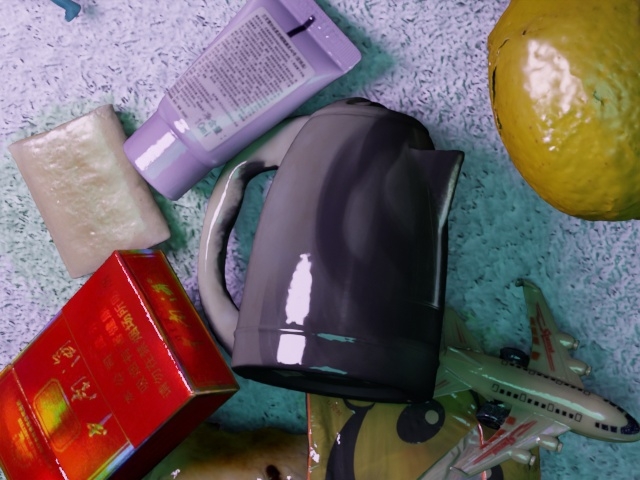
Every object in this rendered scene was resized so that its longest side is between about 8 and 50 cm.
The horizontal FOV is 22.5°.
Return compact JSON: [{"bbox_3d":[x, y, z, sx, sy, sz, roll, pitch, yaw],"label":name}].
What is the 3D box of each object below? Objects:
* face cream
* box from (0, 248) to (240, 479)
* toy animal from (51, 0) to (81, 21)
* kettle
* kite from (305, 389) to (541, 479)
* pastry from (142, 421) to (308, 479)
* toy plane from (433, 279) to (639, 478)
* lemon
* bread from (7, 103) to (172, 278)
[{"bbox_3d":[-0.098,-0.168,1.817,0.274,0.096,0.154,-42,69,8],"label":"face cream"},{"bbox_3d":[-0.255,0.180,1.849,0.313,0.089,0.197,-45,66,30],"label":"box"},{"bbox_3d":[-0.359,-0.325,1.833,0.208,0.100,0.103,25,144,-1],"label":"toy animal"},{"bbox_3d":[0.000,0.000,1.789,0.321,0.228,0.324,2,77,33],"label":"kettle"},{"bbox_3d":[0.131,0.250,1.844,0.327,0.013,0.377,-40,82,-14],"label":"kite"},{"bbox_3d":[-0.105,0.350,1.898,0.256,0.170,0.237,6,112,-1],"label":"pastry"},{"bbox_3d":[0.240,0.173,1.821,0.256,0.104,0.242,24,70,-1],"label":"toy plane"},{"bbox_3d":[0.298,-0.162,1.681,0.253,0.253,0.310,-22,100,12],"label":"lemon"},{"bbox_3d":[-0.267,-0.057,1.885,0.139,0.060,0.178,-21,98,12],"label":"bread"}]
